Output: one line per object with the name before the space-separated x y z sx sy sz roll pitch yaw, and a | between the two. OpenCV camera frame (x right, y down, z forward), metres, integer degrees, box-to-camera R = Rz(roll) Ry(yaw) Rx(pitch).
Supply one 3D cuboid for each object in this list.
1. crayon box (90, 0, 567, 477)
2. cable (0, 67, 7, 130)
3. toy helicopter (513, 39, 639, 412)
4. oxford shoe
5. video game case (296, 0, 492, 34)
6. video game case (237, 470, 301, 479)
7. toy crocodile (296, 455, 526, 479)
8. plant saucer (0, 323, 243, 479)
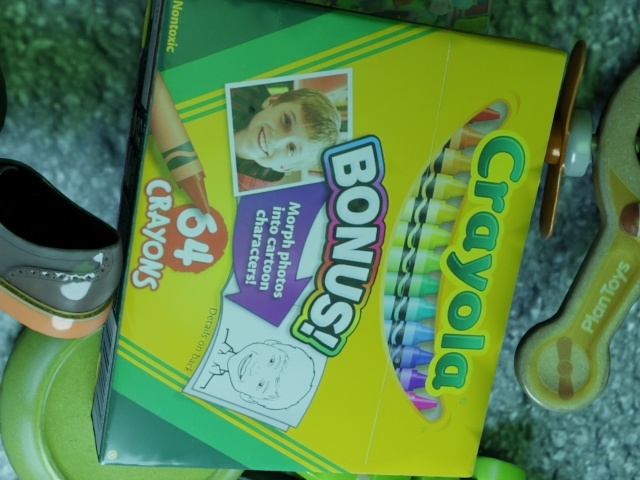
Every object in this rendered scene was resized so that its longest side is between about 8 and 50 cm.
crayon box | 0.000 0.000 0.844 0.313 0.106 0.363 6 104 -18
cable | -0.260 -0.200 0.742 0.139 0.072 0.287 18 108 -10
toy helicopter | 0.267 -0.017 0.942 0.235 0.140 0.355 30 90 -3
oxford shoe | -0.259 -0.038 0.760 0.271 0.097 0.098 28 131 -3
video game case | 0.038 -0.170 0.875 0.212 0.023 0.193 -1 113 -17
video game case | -0.140 0.315 1.021 0.275 0.035 0.248 24 104 -24
toy crocodile | 0.100 0.254 1.034 0.340 0.105 0.115 27 67 -30
plant saucer | -0.152 0.144 0.915 0.241 0.037 0.241 -4 101 -18
